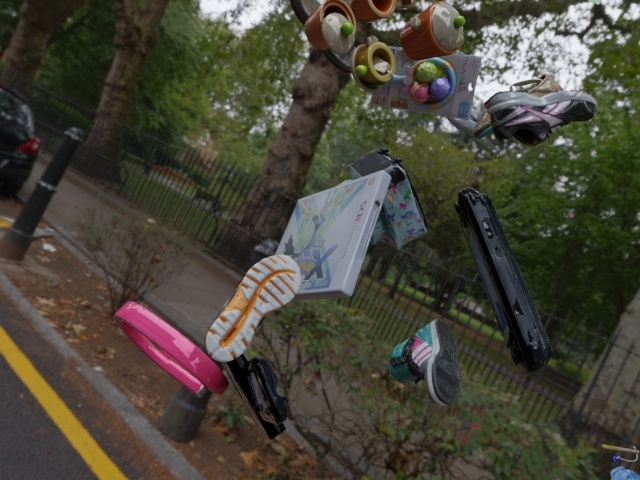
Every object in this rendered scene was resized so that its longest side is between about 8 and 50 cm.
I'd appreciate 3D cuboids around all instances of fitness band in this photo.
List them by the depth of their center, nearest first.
[{"bbox_3d":[-0.317,0.234,1.008,0.291,0.054,0.209,26,-31,23],"label":"fitness band"}]

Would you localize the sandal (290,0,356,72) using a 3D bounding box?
[{"bbox_3d":[0.026,-0.418,0.946,0.060,0.090,0.219,-14,-40,35],"label":"sandal"}]

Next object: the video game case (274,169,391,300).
[{"bbox_3d":[0.000,0.000,1.119,0.036,0.300,0.329,35,-27,-28],"label":"video game case"}]

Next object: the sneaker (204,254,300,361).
[{"bbox_3d":[-0.116,0.105,0.786,0.084,0.215,0.083,46,-28,-4],"label":"sneaker"}]

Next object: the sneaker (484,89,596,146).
[{"bbox_3d":[0.338,-0.183,0.743,0.178,0.077,0.072,-4,-2,-8],"label":"sneaker"}]

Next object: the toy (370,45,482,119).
[{"bbox_3d":[0.224,-0.354,1.081,0.237,0.136,0.056,17,30,22],"label":"toy"}]

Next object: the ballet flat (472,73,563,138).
[{"bbox_3d":[0.368,-0.263,0.925,0.067,0.206,0.073,63,-13,5],"label":"ballet flat"}]

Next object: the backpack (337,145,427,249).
[{"bbox_3d":[0.177,-0.095,1.325,0.253,0.191,0.225,54,2,-30],"label":"backpack"}]

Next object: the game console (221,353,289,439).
[{"bbox_3d":[-0.123,0.259,0.866,0.213,0.044,0.361,58,-22,8],"label":"game console"}]

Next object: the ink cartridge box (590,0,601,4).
[{"bbox_3d":[0.534,-0.605,0.956,0.171,0.235,0.056,29,-14,9],"label":"ink cartridge box"}]

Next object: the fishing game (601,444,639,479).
[{"bbox_3d":[0.587,0.524,0.895,0.189,0.264,0.041,15,-34,-31],"label":"fishing game"}]

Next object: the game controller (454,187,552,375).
[{"bbox_3d":[0.298,0.069,0.818,0.067,0.319,0.166,-15,-21,2],"label":"game controller"}]

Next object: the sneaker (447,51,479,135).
[{"bbox_3d":[0.368,-0.405,1.282,0.101,0.153,0.268,19,30,-50],"label":"sneaker"}]

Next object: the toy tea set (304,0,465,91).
[{"bbox_3d":[0.133,-0.384,0.843,0.124,0.336,0.200,1,-54,54],"label":"toy tea set"}]

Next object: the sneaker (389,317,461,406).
[{"bbox_3d":[0.268,0.348,1.290,0.124,0.178,0.295,44,28,-10],"label":"sneaker"}]
